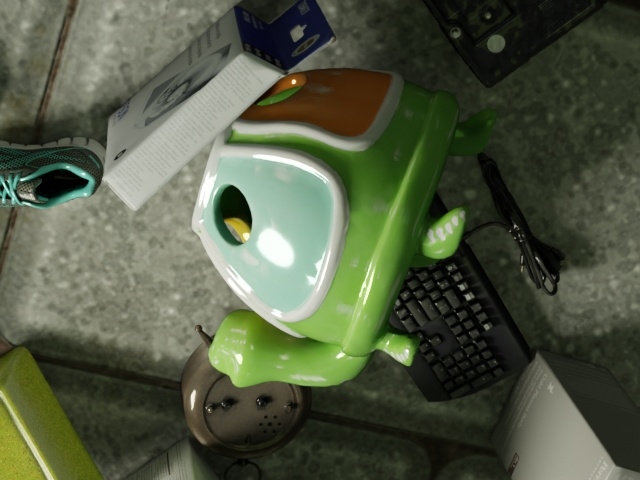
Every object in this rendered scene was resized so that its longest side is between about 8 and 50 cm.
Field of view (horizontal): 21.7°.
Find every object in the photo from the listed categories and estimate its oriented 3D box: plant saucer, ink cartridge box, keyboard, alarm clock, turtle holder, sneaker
[{"bbox_3d":[-0.326,0.227,1.618,0.188,0.045,0.188,-32,83,3],"label":"plant saucer"},{"bbox_3d":[-0.094,-0.141,1.458,0.224,0.223,0.045,-40,107,7],"label":"ink cartridge box"},{"bbox_3d":[0.127,0.011,1.668,0.202,0.033,0.317,-32,115,3],"label":"keyboard"},{"bbox_3d":[-0.075,0.174,1.685,0.129,0.064,0.192,-2,116,-10],"label":"alarm clock"},{"bbox_3d":[0.006,-0.018,1.522,0.227,0.243,0.320,19,149,0],"label":"turtle holder"},{"bbox_3d":[-0.278,-0.057,1.540,0.167,0.076,0.065,-11,113,-6],"label":"sneaker"}]

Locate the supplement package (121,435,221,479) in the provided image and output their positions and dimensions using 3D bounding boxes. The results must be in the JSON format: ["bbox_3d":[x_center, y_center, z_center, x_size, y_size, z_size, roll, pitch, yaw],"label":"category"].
[{"bbox_3d":[-0.179,0.367,1.644,0.263,0.198,0.199,-34,103,0],"label":"supplement package"}]

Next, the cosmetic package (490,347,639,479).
[{"bbox_3d":[0.267,0.222,1.668,0.107,0.238,0.127,18,108,-17],"label":"cosmetic package"}]

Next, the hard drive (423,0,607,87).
[{"bbox_3d":[0.150,-0.338,1.508,0.237,0.064,0.339,-37,115,6],"label":"hard drive"}]
